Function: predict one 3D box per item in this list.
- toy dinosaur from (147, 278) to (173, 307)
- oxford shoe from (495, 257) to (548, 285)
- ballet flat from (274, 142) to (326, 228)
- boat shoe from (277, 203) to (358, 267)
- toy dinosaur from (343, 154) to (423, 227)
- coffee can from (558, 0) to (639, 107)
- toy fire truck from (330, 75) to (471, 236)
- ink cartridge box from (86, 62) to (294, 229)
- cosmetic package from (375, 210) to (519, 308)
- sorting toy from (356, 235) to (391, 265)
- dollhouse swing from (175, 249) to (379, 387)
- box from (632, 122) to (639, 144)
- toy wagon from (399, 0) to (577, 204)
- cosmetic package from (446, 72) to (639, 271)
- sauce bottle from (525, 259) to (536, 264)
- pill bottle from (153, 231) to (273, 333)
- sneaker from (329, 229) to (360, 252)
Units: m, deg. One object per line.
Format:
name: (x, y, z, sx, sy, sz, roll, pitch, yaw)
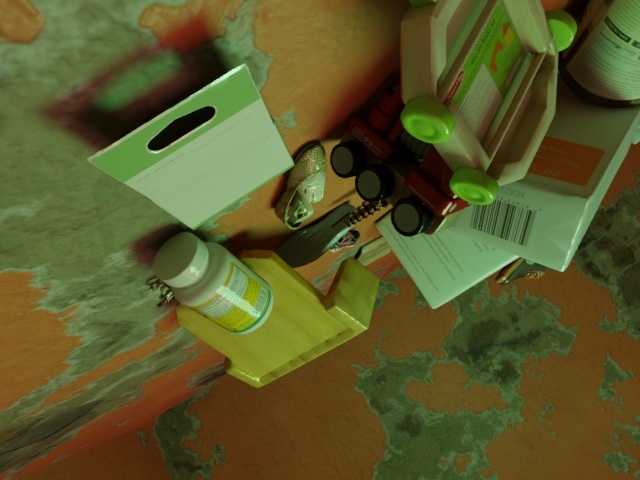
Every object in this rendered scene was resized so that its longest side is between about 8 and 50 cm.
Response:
toy dinosaur: (-0.277, 0.075, 0.852, 0.092, 0.053, 0.183, -42, 178, -43)
oxford shoe: (0.684, 0.087, 1.444, 0.271, 0.098, 0.097, -28, 167, -22)
ballet flat: (-0.025, -0.084, 0.771, 0.073, 0.067, 0.206, -24, 163, -26)
boat shoe: (0.000, 0.000, 1.073, 0.226, 0.083, 0.076, -31, 165, -5)
toy dinosaur: (0.197, -0.127, 0.962, 0.322, 0.164, 0.218, -58, 176, 13)
coffee can: (0.540, -0.374, 0.709, 0.202, 0.201, 0.275, -31, 166, -2)
toy fire truck: (0.165, -0.163, 0.653, 0.158, 0.217, 0.246, -19, 146, -43)
ink cartridge box: (-0.132, -0.105, 0.506, 0.171, 0.056, 0.235, -32, 163, -1)
cosmetic package: (0.463, -0.038, 1.418, 0.394, 0.329, 0.327, -38, 165, 25)
sorting toy: (0.220, 0.031, 1.750, 0.193, 0.038, 0.208, -28, 161, -17)
dollhouse swing: (-0.102, 0.131, 1.057, 0.347, 0.305, 0.315, -35, -168, 26)
box: (0.929, -0.442, 1.235, 0.127, 0.231, 0.262, -30, 165, -11)
toy wagon: (0.178, -0.218, 0.496, 0.344, 0.068, 0.267, 39, 75, -37)
cosmetic package: (0.444, -0.164, 0.859, 0.453, 0.230, 0.161, -42, 141, -35)
sauce bottle: (0.631, 0.050, 1.314, 0.042, 0.042, 0.128, -40, 162, 30)
pill bottle: (-0.181, 0.075, 0.765, 0.118, 0.117, 0.208, -34, 139, 7)
sneaker: (0.074, -0.007, 1.301, 0.119, 0.047, 0.057, -25, 153, -31)
